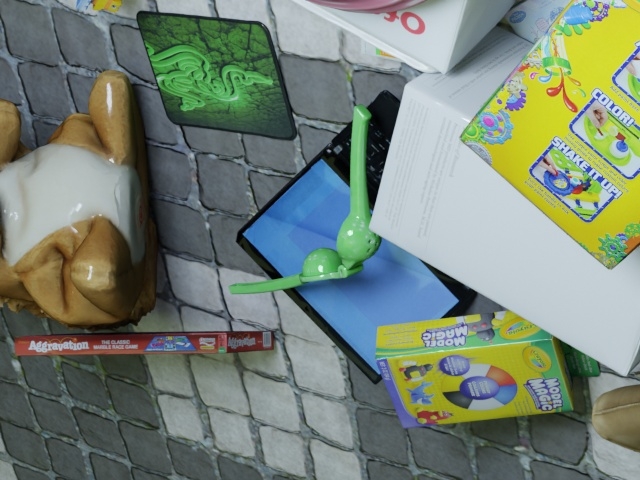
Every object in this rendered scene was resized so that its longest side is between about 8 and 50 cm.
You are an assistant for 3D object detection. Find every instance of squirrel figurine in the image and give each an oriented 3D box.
[{"bbox_3d":[-0.390,-0.010,2.352,0.371,0.281,0.397,-2,159,5],"label":"squirrel figurine"}]

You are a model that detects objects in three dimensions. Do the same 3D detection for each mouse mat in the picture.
[{"bbox_3d":[-0.117,-0.185,2.229,0.190,0.007,0.152,10,130,36],"label":"mouse mat"}]

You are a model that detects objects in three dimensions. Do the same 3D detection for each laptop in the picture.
[{"bbox_3d":[0.066,0.002,2.128,0.234,0.136,0.264,45,155,-3],"label":"laptop"}]

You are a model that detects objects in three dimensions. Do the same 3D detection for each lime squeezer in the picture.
[{"bbox_3d":[0.000,0.000,2.120,0.110,0.059,0.310,39,131,3],"label":"lime squeezer"}]

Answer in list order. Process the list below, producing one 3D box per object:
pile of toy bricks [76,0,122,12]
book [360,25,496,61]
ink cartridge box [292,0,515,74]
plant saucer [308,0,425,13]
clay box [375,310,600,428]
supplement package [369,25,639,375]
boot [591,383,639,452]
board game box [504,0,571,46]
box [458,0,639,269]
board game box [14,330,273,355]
[{"bbox_3d":[-0.172,-0.305,2.109,0.105,0.118,0.212,20,136,-22],"label":"pile of toy bricks"},{"bbox_3d":[0.107,-0.221,1.987,0.144,0.035,0.096,16,130,29],"label":"book"},{"bbox_3d":[0.070,-0.382,1.773,0.279,0.160,0.384,31,138,16],"label":"ink cartridge box"},{"bbox_3d":[-0.009,-0.333,1.690,0.332,0.084,0.332,24,135,26],"label":"plant saucer"},{"bbox_3d":[0.181,0.136,2.139,0.222,0.053,0.127,-7,137,15],"label":"clay box"},{"bbox_3d":[0.224,-0.041,1.868,0.293,0.177,0.175,30,129,23],"label":"supplement package"},{"bbox_3d":[0.438,0.173,2.001,0.236,0.089,0.269,19,160,-16],"label":"boot"},{"bbox_3d":[0.233,-0.201,1.904,0.090,0.020,0.090,52,140,-10],"label":"board game box"},{"bbox_3d":[0.307,-0.177,1.649,0.177,0.290,0.279,42,141,3],"label":"box"},{"bbox_3d":[-0.213,0.125,2.427,0.281,0.145,0.027,-2,87,21],"label":"board game box"}]
